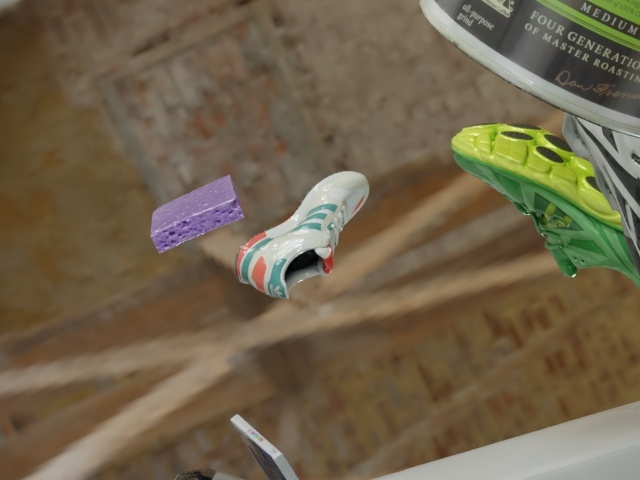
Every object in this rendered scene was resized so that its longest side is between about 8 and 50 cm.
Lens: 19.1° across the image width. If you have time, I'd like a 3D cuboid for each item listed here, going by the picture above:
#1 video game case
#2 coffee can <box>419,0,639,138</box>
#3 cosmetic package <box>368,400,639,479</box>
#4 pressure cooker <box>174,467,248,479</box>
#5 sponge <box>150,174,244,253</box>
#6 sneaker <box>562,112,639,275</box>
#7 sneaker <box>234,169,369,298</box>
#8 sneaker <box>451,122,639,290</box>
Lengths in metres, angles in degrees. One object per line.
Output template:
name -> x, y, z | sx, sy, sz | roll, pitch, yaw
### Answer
video game case -> -0.041, 0.216, 1.791 | 0.087, 0.011, 0.122 | 60, -13, -22
coffee can -> 0.213, -0.232, 1.241 | 0.202, 0.275, 0.201 | 23, 21, -9
cosmetic package -> 0.222, 0.231, 1.401 | 0.155, 0.366, 0.197 | -4, -84, 63
pressure cooker -> -0.006, 0.464, 1.987 | 0.370, 0.420, 0.375 | 98, 9, -72
sponge -> -0.159, -0.035, 2.447 | 0.210, 0.117, 0.031 | -114, 180, -79
sneaker -> 0.323, -0.043, 1.642 | 0.330, 0.122, 0.146 | 55, -21, 12
sneaker -> 0.000, 0.000, 1.775 | 0.075, 0.161, 0.057 | 31, -31, 39
sneaker -> 0.255, -0.027, 1.998 | 0.295, 0.123, 0.109 | 32, 32, 19
